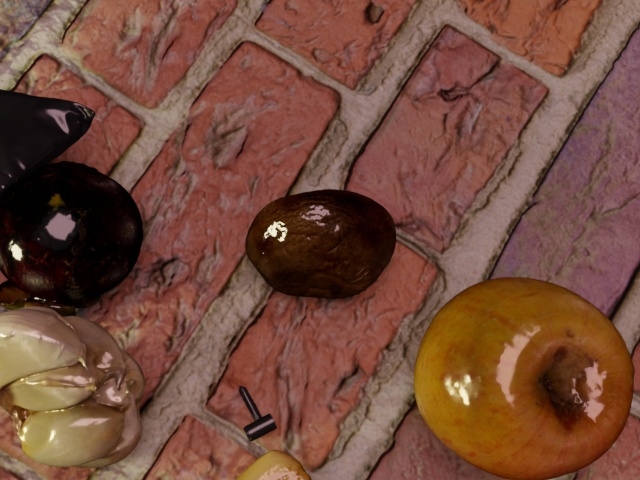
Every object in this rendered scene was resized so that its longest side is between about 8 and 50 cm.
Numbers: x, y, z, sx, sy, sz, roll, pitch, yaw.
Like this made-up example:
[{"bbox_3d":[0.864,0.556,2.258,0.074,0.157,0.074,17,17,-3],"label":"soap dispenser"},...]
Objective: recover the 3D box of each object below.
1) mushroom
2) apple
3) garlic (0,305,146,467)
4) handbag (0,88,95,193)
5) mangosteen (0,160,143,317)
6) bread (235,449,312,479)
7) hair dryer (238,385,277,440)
[{"bbox_3d":[0.002,0.014,1.583,0.231,0.194,0.138,-8,72,3],"label":"mushroom"},{"bbox_3d":[0.284,0.200,1.518,0.299,0.275,0.299,4,78,-17],"label":"apple"},{"bbox_3d":[-0.344,0.197,1.471,0.203,0.185,0.281,-15,109,25],"label":"garlic"},{"bbox_3d":[-0.481,-0.145,1.524,0.254,0.089,0.211,16,51,35],"label":"handbag"},{"bbox_3d":[-0.379,0.016,1.546,0.228,0.228,0.265,11,103,-2],"label":"mangosteen"},{"bbox_3d":[-0.080,0.397,1.502,0.173,0.085,0.134,-40,76,-15],"label":"bread"},{"bbox_3d":[-0.104,0.257,1.579,0.047,0.026,0.083,-25,72,-14],"label":"hair dryer"}]
